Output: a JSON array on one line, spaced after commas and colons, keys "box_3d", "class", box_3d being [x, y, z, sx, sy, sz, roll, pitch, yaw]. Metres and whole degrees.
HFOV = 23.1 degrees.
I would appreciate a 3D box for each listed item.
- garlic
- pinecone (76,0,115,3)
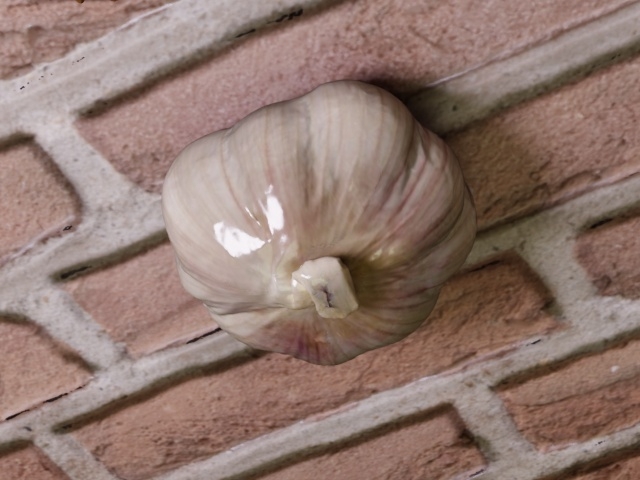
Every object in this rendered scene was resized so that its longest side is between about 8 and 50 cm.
[{"box_3d": [0.001, -0.010, 1.568, 0.322, 0.241, 0.322, -1, 154, -1], "class": "garlic"}, {"box_3d": [-0.189, -0.315, 1.292, 0.221, 0.221, 0.221, -1, 132, -1], "class": "pinecone"}]
